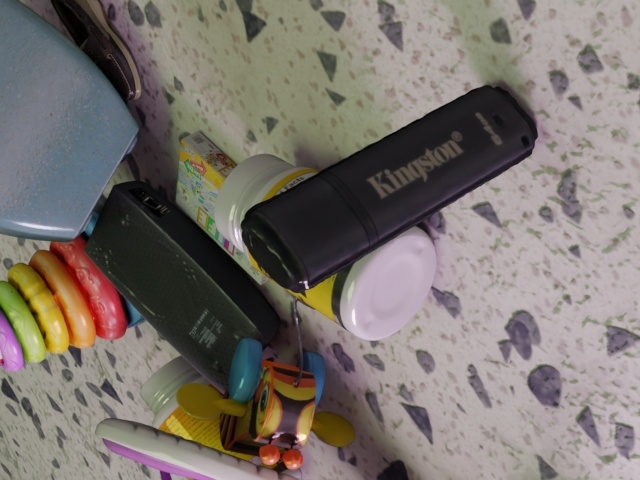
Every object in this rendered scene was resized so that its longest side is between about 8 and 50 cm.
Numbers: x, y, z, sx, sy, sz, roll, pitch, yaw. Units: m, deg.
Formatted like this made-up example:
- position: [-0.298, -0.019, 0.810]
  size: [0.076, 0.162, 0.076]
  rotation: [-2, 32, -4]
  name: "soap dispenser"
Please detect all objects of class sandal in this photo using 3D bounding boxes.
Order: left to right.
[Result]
- position: [-0.069, 0.299, 1.487]
  size: [0.416, 0.102, 0.169]
  rotation: [19, 169, 10]
  name: "sandal"

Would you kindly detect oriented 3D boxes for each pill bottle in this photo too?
- position: [-0.128, 0.247, 1.689]
  size: [0.215, 0.117, 0.117]
  rotation: [49, 146, 16]
  name: "pill bottle"
- position: [0.000, 0.000, 1.317]
  size: [0.208, 0.119, 0.119]
  rotation: [32, 138, 37]
  name: "pill bottle"

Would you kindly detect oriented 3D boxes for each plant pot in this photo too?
- position: [-0.351, -0.123, 1.550]
  size: [0.252, 0.248, 0.247]
  rotation: [30, 172, -9]
  name: "plant pot"

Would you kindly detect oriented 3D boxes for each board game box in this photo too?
- position: [-0.101, -0.036, 1.512]
  size: [0.154, 0.026, 0.103]
  rotation: [42, 144, 26]
  name: "board game box"

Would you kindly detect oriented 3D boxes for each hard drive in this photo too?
- position: [-0.162, 0.053, 1.608]
  size: [0.254, 0.054, 0.172]
  rotation: [44, 143, 7]
  name: "hard drive"

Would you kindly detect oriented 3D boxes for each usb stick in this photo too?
- position: [0.059, -0.045, 1.051]
  size: [0.077, 0.278, 0.045]
  rotation: [48, 145, 18]
  name: "usb stick"

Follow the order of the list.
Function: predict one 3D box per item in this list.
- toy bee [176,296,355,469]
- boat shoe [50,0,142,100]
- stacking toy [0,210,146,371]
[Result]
- position: [-0.060, 0.180, 1.475]
  size: [0.195, 0.162, 0.298]
  rotation: [3, 147, 3]
  name: "toy bee"
- position: [-0.259, -0.223, 1.560]
  size: [0.152, 0.049, 0.056]
  rotation: [58, 147, 2]
  name: "boat shoe"
- position: [-0.384, 0.101, 1.744]
  size: [0.166, 0.302, 0.175]
  rotation: [61, 157, 0]
  name: "stacking toy"
